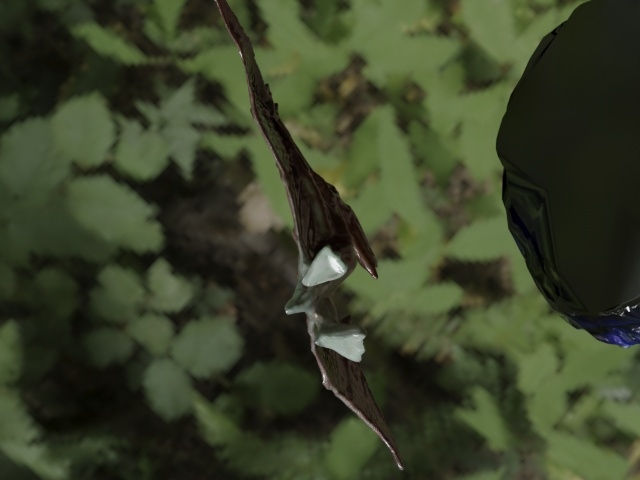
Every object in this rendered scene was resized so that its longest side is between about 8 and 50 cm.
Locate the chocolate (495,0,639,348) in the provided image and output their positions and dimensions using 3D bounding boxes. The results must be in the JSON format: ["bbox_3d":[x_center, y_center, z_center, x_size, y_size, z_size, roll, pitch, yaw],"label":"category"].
[{"bbox_3d":[0.224,-0.025,0.712,0.126,0.343,0.148,-28,66,45],"label":"chocolate"}]

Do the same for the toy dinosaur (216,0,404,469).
[{"bbox_3d":[-0.001,0.000,0.750,0.108,0.032,0.220,-86,-21,-67],"label":"toy dinosaur"}]
